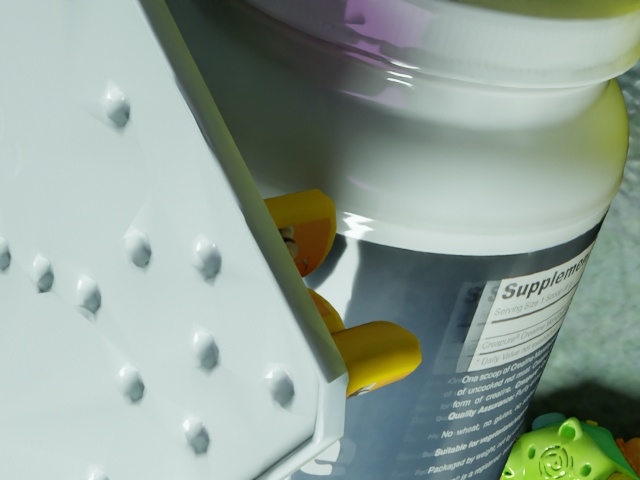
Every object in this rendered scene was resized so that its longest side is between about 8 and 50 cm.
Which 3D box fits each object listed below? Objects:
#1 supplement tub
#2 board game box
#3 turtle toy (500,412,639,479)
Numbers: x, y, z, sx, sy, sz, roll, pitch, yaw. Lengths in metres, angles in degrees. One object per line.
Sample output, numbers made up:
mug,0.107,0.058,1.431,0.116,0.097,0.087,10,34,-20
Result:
supplement tub,0.000,0.000,0.672,0.191,0.191,0.272,18,119,2
board game box,-0.167,-0.033,0.662,0.390,0.050,0.390,-41,69,44
turtle toy,0.131,0.138,0.905,0.095,0.066,0.130,16,129,33
